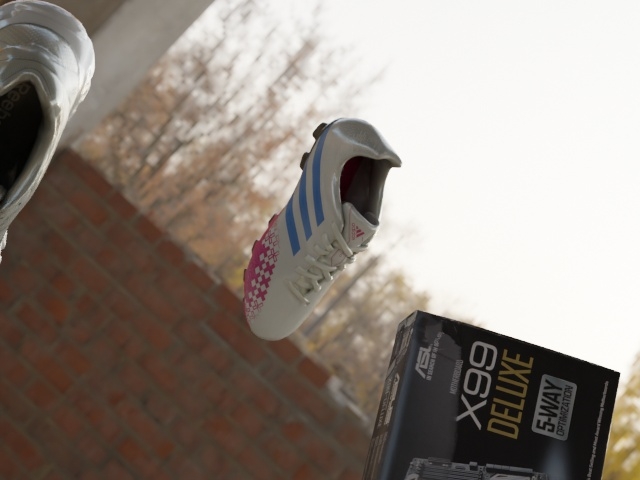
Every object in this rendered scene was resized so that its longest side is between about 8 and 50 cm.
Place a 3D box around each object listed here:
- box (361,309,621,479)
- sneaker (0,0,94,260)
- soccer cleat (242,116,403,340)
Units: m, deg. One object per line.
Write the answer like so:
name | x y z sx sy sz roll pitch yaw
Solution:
box | 0.172 0.254 1.444 0.242 0.307 0.076 18 -19 -8
sneaker | -0.234 -0.025 0.854 0.099 0.262 0.121 25 21 -14
soccer cleat | 0.000 0.000 1.773 0.116 0.331 0.143 11 18 -40
